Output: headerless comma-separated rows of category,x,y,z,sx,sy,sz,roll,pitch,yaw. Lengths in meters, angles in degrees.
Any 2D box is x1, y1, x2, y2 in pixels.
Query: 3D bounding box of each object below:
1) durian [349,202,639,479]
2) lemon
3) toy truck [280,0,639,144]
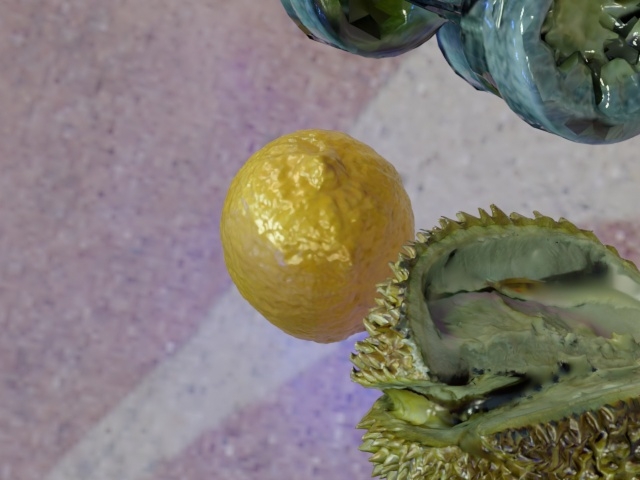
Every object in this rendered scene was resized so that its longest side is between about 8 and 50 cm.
durian,0.122,0.091,1.026,0.193,0.237,0.138,-96,22,-46
lemon,0.000,0.000,1.363,0.187,0.142,0.142,85,160,-48
toy truck,0.101,-0.084,0.408,0.108,0.256,0.140,30,105,60
